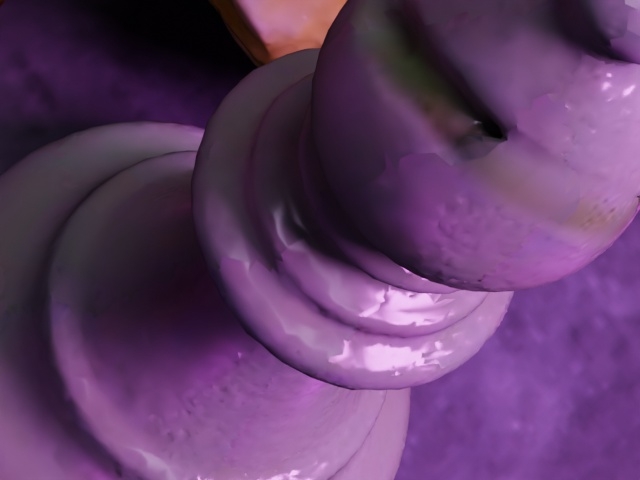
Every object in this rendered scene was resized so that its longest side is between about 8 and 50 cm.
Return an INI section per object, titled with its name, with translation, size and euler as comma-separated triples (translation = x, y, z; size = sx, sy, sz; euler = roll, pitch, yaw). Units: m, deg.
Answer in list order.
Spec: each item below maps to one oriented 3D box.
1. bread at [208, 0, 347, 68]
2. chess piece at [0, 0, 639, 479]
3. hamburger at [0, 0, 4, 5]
[bread]
translation = 0.034, -0.126, 0.554
size = 0.197, 0.170, 0.197
euler = 35, 26, -20
[chess piece]
translation = 0.000, 0.000, 0.437
size = 0.139, 0.271, 0.139
euler = 9, 67, -22
[hamburger]
translation = -0.137, -0.166, 0.470
size = 0.138, 0.262, 0.243
euler = -32, 81, -1
